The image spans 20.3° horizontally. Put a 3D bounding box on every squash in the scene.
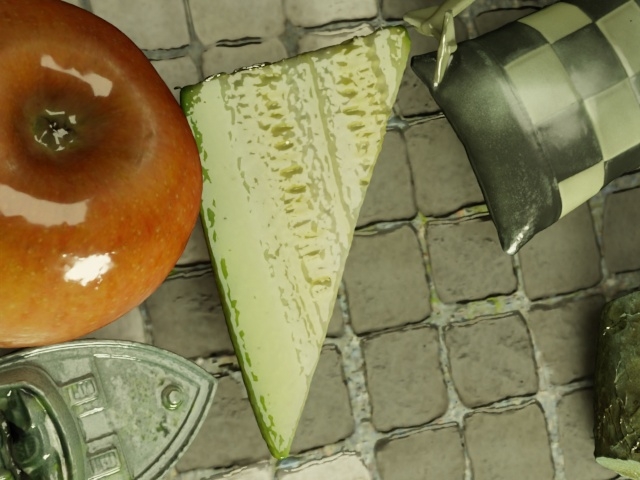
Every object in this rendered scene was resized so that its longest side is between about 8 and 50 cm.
[{"bbox_3d":[0.000,0.000,1.378,0.203,0.111,0.288,-17,90,-18],"label":"squash"}]

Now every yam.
[{"bbox_3d":[0.280,0.119,1.499,0.107,0.107,0.183,7,80,-23],"label":"yam"}]

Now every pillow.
[{"bbox_3d":[0.210,-0.120,1.486,0.250,0.106,0.186,-28,97,-19],"label":"pillow"}]

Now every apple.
[{"bbox_3d":[-0.214,-0.051,1.238,0.272,0.206,0.251,33,70,-17],"label":"apple"}]

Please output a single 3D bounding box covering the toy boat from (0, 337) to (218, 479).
[{"bbox_3d":[-0.217,0.151,1.278,0.319,0.092,0.141,-19,95,-25],"label":"toy boat"}]

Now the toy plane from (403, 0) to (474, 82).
[{"bbox_3d":[0.144,-0.222,1.439,0.108,0.092,0.286,28,43,21],"label":"toy plane"}]
